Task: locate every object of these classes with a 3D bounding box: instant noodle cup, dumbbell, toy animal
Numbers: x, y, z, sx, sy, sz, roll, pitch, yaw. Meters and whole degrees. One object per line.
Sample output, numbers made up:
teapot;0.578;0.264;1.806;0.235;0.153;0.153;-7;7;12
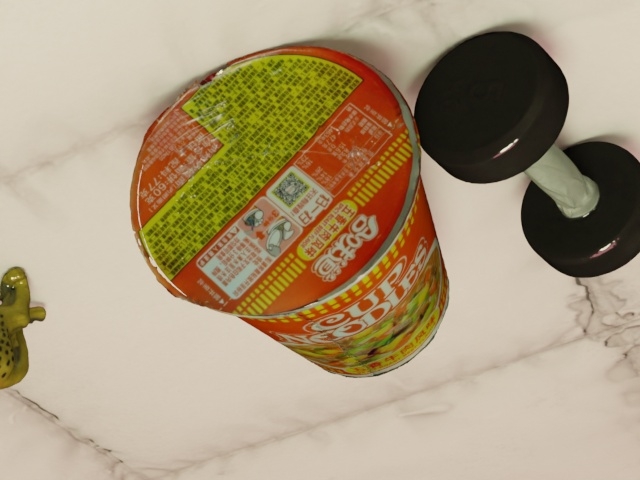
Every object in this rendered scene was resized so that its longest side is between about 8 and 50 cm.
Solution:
instant noodle cup;0.000;0.000;0.877;0.193;0.193;0.212;-16;153;12
dumbbell;0.151;-0.054;0.879;0.100;0.100;0.191;-26;143;24
toy animal;-0.279;0.077;0.950;0.181;0.136;0.073;20;136;-36
